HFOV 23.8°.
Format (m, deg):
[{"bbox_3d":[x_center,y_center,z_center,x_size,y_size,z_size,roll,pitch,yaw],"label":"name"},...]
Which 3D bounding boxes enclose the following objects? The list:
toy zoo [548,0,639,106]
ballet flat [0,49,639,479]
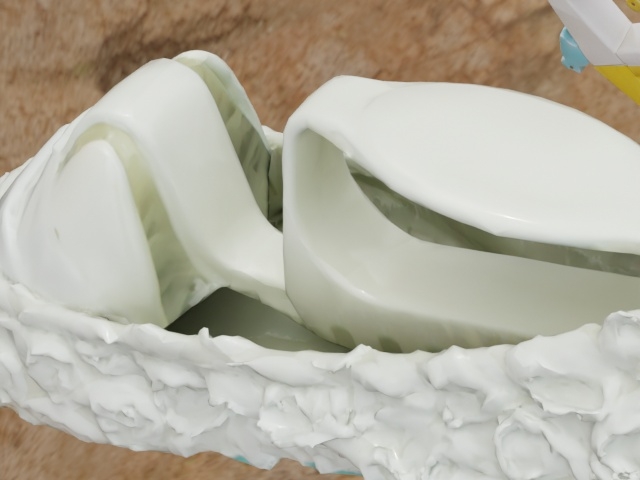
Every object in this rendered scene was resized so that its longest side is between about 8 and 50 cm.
[{"bbox_3d":[0.269,-0.127,0.993,0.192,0.293,0.030,39,72,-31],"label":"toy zoo"},{"bbox_3d":[0.000,0.000,0.490,0.147,0.409,0.147,-15,109,-50],"label":"ballet flat"}]
